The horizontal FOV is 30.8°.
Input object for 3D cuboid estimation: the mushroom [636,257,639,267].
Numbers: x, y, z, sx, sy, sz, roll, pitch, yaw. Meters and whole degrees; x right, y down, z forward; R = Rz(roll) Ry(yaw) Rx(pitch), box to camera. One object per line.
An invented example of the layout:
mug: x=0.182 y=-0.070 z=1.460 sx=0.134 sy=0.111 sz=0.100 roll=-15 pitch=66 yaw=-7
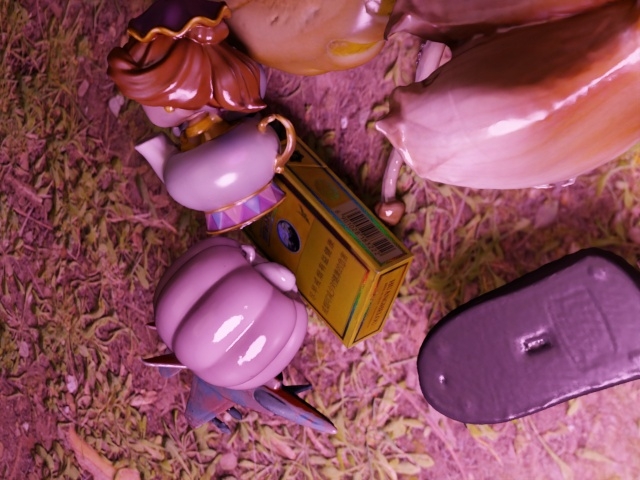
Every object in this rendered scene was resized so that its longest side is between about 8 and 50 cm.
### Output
mushroom: x=0.418 y=0.045 z=0.954 sx=0.164 sy=0.190 sz=0.267 roll=-51 pitch=48 yaw=11

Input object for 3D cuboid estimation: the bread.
bread: x=0.006 y=-0.331 z=1.257 sx=0.333 sy=0.160 sz=0.333 roll=9 pitch=103 yaw=41

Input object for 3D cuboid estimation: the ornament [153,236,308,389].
ornament: x=-0.098 y=0.077 z=1.332 sx=0.177 sy=0.177 sz=0.177 roll=7 pitch=101 yaw=40

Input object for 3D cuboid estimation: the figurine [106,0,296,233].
figurine: x=-0.131 y=-0.145 z=1.262 sx=0.190 sy=0.142 sz=0.263 roll=-17 pitch=107 yaw=20

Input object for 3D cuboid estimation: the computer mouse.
computer mouse: x=0.224 y=0.101 z=1.182 sx=0.270 sy=0.086 sz=0.137 roll=-26 pitch=88 yaw=32

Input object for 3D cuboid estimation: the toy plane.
toy plane: x=-0.091 y=0.166 z=1.456 sx=0.326 sy=0.104 sz=0.222 roll=22 pitch=111 yaw=32

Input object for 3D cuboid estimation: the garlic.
garlic: x=0.209 y=-0.190 z=1.068 sx=0.313 sy=0.249 sz=0.286 roll=-22 pitch=104 yaw=38

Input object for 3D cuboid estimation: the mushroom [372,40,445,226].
mushroom: x=0.106 y=-0.152 z=1.259 sx=0.068 sy=0.043 sz=0.306 roll=-116 pitch=34 yaw=-53

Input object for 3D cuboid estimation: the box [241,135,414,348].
box: x=0.000 y=0.000 z=1.354 sx=0.220 sy=0.064 sz=0.141 roll=49 pitch=143 yaw=26

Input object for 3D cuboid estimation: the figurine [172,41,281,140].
figurine: x=-0.113 y=-0.168 z=1.411 sx=0.126 sy=0.147 sz=0.192 roll=5 pitch=120 yaw=20
